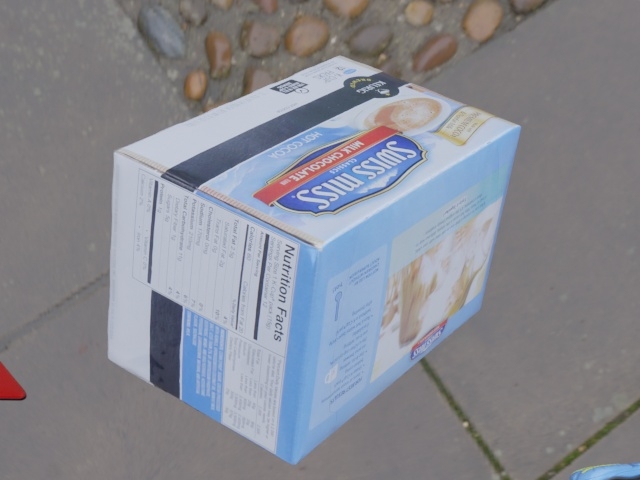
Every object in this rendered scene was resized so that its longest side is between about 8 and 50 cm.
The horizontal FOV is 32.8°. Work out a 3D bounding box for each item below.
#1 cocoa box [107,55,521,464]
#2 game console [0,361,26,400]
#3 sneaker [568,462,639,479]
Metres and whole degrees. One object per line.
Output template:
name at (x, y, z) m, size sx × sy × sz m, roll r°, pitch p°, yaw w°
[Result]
cocoa box at (0.000, 0.000, 1.036) m, size 0.228 × 0.232 × 0.347 m, roll 25°, pitch 34°, yaw 28°
game console at (-0.401, 0.147, 1.116) m, size 0.124 × 0.144 × 0.085 m, roll -31°, pitch 65°, yaw 28°
sneaker at (0.354, 0.283, 1.192) m, size 0.188 × 0.067 × 0.078 m, roll 2°, pitch 76°, yaw -26°
